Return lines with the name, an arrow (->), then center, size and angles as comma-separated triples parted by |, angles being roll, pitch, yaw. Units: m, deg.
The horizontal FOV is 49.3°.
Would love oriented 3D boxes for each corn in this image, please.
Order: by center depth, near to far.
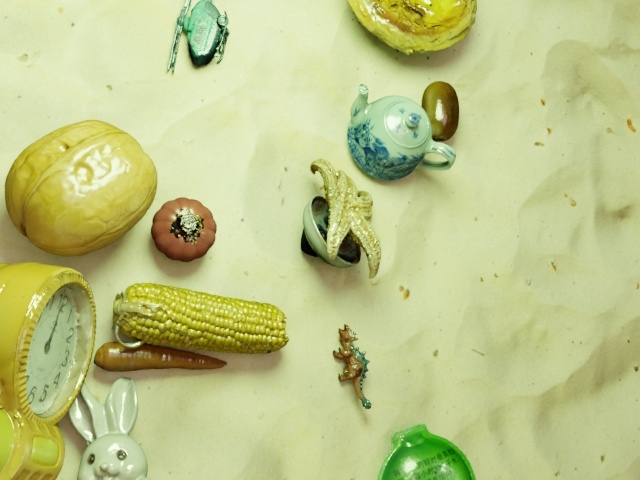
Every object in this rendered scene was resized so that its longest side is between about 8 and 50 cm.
corn -> -0.185, 0.130, 1.124 | 0.293, 0.106, 0.106 | 9, 76, -19

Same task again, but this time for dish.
dish -> 0.000, 0.000, 1.239 | 0.141, 0.078, 0.141 | 42, 29, -29

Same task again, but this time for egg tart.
egg tart -> 0.171, -0.486, 1.382 | 0.290, 0.115, 0.290 | 5, 75, -20

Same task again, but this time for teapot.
teapot -> 0.145, -0.199, 1.292 | 0.232, 0.159, 0.159 | 33, 70, -11

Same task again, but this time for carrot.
carrot -> -0.252, 0.190, 1.121 | 0.216, 0.048, 0.048 | 7, 76, -24

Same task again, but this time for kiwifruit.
kiwifruit -> 0.237, -0.257, 1.380 | 0.075, 0.075, 0.124 | 9, 72, -19

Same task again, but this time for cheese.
cheese -> 0.197, 0.481, 1.202 | 0.204, 0.083, 0.320 | -12, 81, -24

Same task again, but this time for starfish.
starfish -> 0.048, -0.044, 1.212 | 0.216, 0.071, 0.238 | 46, 33, -8

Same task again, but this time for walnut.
walnut -> -0.360, -0.081, 1.061 | 0.226, 0.193, 0.193 | -36, 93, -22

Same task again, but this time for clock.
clock -> -0.430, 0.180, 0.950 | 0.200, 0.244, 0.317 | 12, 69, 5

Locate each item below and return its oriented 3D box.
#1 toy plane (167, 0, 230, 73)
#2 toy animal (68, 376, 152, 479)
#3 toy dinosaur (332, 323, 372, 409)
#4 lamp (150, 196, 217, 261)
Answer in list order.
toy plane -> -0.209, -0.402, 1.255 | 0.096, 0.060, 0.235 | 12, 79, -4
toy animal -> -0.310, 0.307, 1.030 | 0.104, 0.131, 0.220 | -16, 82, -8
toy dinosaur -> 0.058, 0.222, 1.224 | 0.055, 0.049, 0.154 | -12, 78, -26
lamp -> -0.223, -0.018, 1.145 | 0.107, 0.092, 0.107 | 5, 76, -19
